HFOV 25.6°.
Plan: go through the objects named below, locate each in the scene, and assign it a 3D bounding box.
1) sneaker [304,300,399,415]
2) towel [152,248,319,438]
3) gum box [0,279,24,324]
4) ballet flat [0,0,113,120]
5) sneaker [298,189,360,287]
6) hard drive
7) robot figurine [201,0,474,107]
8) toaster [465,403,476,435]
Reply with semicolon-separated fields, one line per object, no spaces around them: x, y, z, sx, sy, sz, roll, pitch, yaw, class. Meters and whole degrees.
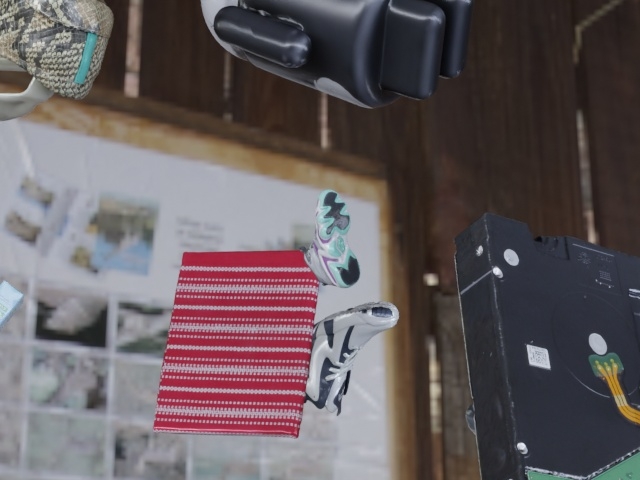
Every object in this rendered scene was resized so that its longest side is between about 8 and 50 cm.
0.034;0.189;2.169;0.235;0.153;0.094;-19;-179;24;sneaker
-0.105;0.130;1.842;0.199;0.274;0.031;-1;149;14;towel
-0.529;0.150;2.164;0.041;0.184;0.157;38;168;-6;gum box
-0.450;-0.245;1.801;0.483;0.182;0.164;11;-179;42;ballet flat
0.000;0.000;1.387;0.038;0.098;0.069;-13;-175;-36;sneaker
0.247;0.154;1.310;0.237;0.338;0.064;14;143;-28;hard drive
0.013;-0.237;1.404;0.278;0.173;0.209;24;180;26;robot figurine
0.301;0.239;1.750;0.146;0.129;0.227;53;152;-20;toaster
